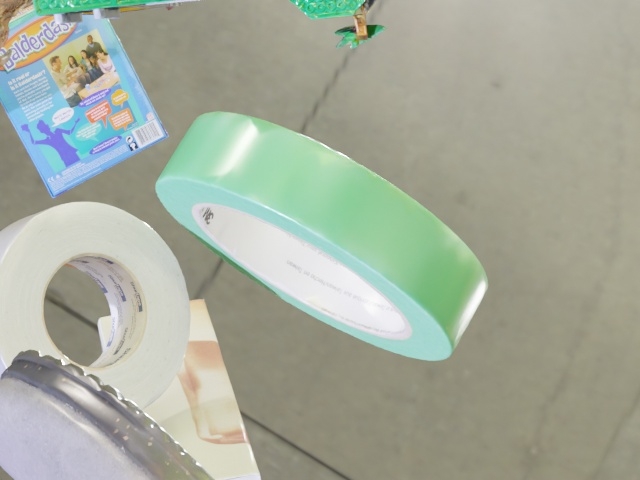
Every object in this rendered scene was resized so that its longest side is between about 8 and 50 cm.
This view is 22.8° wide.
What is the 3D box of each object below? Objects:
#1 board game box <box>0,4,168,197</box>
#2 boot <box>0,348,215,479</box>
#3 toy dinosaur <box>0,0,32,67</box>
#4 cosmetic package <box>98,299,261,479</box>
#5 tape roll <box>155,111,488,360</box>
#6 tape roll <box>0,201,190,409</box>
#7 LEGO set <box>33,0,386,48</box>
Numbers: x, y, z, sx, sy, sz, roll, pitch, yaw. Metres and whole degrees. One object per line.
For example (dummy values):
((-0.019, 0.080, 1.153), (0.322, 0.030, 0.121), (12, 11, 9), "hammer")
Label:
((-0.299, -0.181, 1.886), (0.160, 0.047, 0.210), (-28, 110, -8), "board game box")
((-0.097, 0.206, 0.659), (0.223, 0.338, 0.118), (-44, 143, -13), "boot")
((-0.316, -0.328, 1.670), (0.296, 0.127, 0.200), (-45, 149, -2), "toy dinosaur")
((-0.150, 0.215, 1.716), (0.129, 0.296, 0.153), (-11, 128, -9), "cosmetic package")
((0.000, 0.000, 1.499), (0.321, 0.321, 0.077), (42, 71, -38), "tape roll")
((-0.238, 0.074, 1.568), (0.219, 0.072, 0.219), (8, 76, -35), "tape roll")
((-0.066, -0.266, 0.967), (0.255, 0.192, 0.331), (-14, 96, 10), "LEGO set")
